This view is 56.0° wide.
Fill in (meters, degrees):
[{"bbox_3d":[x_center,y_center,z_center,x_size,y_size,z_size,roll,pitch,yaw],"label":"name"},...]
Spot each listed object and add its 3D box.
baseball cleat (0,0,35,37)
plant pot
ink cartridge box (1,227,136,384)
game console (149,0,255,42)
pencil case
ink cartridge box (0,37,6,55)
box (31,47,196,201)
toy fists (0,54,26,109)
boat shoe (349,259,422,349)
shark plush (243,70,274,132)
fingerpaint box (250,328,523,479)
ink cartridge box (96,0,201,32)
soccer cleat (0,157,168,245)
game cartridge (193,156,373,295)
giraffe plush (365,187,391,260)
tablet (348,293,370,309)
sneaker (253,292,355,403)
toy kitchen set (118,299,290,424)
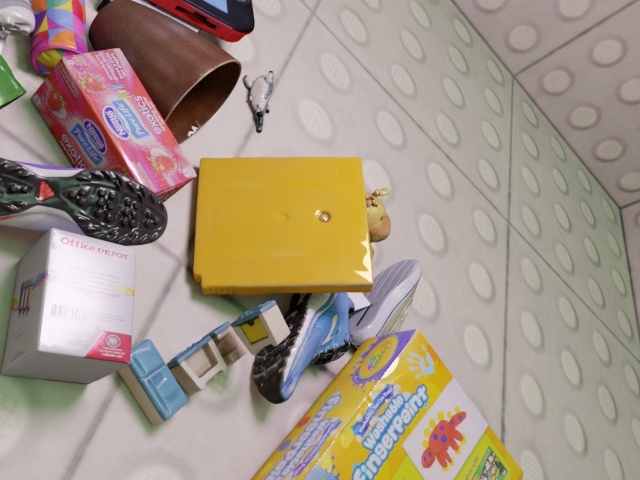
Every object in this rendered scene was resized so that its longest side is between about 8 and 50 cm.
[{"bbox_3d":[-0.538,-0.365,0.893,0.206,0.072,0.109,2,68,-48],"label":"baseball cleat"},{"bbox_3d":[-0.302,-0.326,1.108,0.230,0.215,0.215,44,40,1],"label":"plant pot"},{"bbox_3d":[-0.348,0.095,0.842,0.128,0.127,0.176,20,54,-40],"label":"ink cartridge box"},{"bbox_3d":[-0.309,-0.617,1.268,0.387,0.060,0.341,18,56,-40],"label":"game console"},{"bbox_3d":[-0.453,-0.396,1.048,0.104,0.104,0.236,12,60,-43],"label":"pencil case"},{"bbox_3d":[-0.630,-0.420,0.912,0.308,0.091,0.384,19,72,-40],"label":"ink cartridge box"},{"bbox_3d":[-0.344,-0.173,1.007,0.123,0.128,0.256,-35,95,-51],"label":"box"},{"bbox_3d":[-0.553,-0.201,0.819,0.142,0.096,0.279,58,45,-22],"label":"toy fists"},{"bbox_3d":[0.154,0.155,1.389,0.302,0.109,0.094,-46,118,-41],"label":"boat shoe"},{"bbox_3d":[-0.127,-0.324,1.396,0.067,0.073,0.161,55,21,-60],"label":"shark plush"},{"bbox_3d":[0.112,0.441,1.048,0.371,0.163,0.445,53,52,-10],"label":"fingerpaint box"},{"bbox_3d":[-0.317,-0.514,1.293,0.165,0.065,0.332,45,43,-18],"label":"ink cartridge box"},{"bbox_3d":[-0.383,-0.057,0.870,0.318,0.116,0.108,9,85,-34],"label":"soccer cleat"},{"bbox_3d":[-0.072,-0.033,1.140,0.324,0.052,0.285,-1,62,-3],"label":"game cartridge"},{"bbox_3d":[0.079,-0.040,1.297,0.210,0.171,0.181,34,47,-30],"label":"giraffe plush"},{"bbox_3d":[0.063,0.134,1.325,0.083,0.006,0.054,-14,48,-33],"label":"tablet"},{"bbox_3d":[-0.007,0.191,1.155,0.147,0.130,0.330,48,40,-12],"label":"sneaker"},{"bbox_3d":[-0.181,0.166,0.949,0.122,0.166,0.207,58,39,-4],"label":"toy kitchen set"}]
